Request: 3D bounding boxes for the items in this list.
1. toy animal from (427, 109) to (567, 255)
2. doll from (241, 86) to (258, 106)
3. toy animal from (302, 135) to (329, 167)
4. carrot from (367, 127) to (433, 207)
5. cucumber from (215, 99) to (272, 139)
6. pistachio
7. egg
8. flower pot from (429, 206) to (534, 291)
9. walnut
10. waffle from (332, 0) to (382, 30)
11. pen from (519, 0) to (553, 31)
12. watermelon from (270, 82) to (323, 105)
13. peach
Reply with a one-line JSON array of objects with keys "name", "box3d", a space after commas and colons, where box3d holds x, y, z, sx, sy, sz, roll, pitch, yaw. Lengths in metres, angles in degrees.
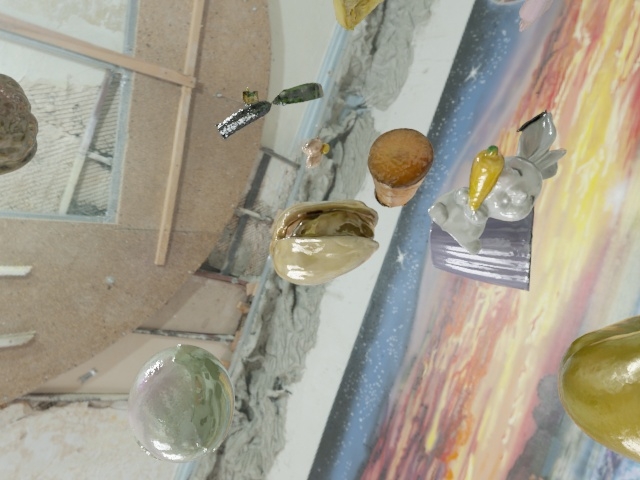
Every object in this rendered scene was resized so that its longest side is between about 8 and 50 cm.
[{"name": "toy animal", "box3d": [0.225, -0.081, 0.510, 0.131, 0.182, 0.127, 42, -151, -19]}, {"name": "doll", "box3d": [-0.246, -0.480, 1.436, 0.078, 0.077, 0.113, -27, -97, -48]}, {"name": "toy animal", "box3d": [-0.034, -0.320, 1.443, 0.082, 0.091, 0.114, 38, -99, -46]}, {"name": "carrot", "box3d": [0.248, -0.200, 1.253, 0.196, 0.196, 0.254, -62, -18, -10]}, {"name": "cucumber", "box3d": [-0.265, -0.414, 1.369, 0.067, 0.245, 0.067, 27, -125, -45]}, {"name": "pistachio", "box3d": [0.000, 0.000, 1.057, 0.238, 0.321, 0.229, 21, -120, -51]}, {"name": "egg", "box3d": [-0.240, 0.288, 0.712, 0.183, 0.217, 0.183, -4, -82, -30]}, {"name": "flower pot", "box3d": [0.417, -0.012, 1.040, 0.265, 0.243, 0.265, 4, -90, -65]}, {"name": "walnut", "box3d": [-0.786, -0.268, 0.917, 0.248, 0.248, 0.248, -16, -66, -41]}, {"name": "waffle", "box3d": [0.105, -0.517, 0.693, 0.221, 0.055, 0.248, -41, -11, 1]}, {"name": "pen", "box3d": [0.334, -0.373, 0.589, 0.053, 0.032, 0.197, -45, -10, -5]}, {"name": "watermelon", "box3d": [-0.073, -0.563, 1.557, 0.245, 0.119, 0.063, -26, -70, -30]}, {"name": "peach", "box3d": [0.369, 0.144, 0.393, 0.251, 0.251, 0.153, 6, -116, -45]}]
